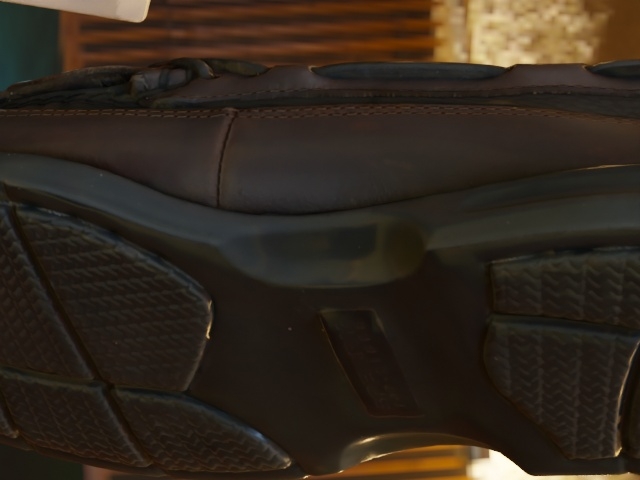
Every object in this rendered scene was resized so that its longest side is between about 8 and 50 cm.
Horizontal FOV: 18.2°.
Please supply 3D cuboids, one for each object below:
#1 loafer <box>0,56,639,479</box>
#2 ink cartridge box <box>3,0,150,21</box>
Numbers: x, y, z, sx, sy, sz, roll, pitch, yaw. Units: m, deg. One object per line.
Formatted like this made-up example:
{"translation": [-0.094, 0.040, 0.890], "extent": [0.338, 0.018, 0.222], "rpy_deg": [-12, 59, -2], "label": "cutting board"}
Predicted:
{"translation": [0.000, 0.000, 0.462], "extent": [0.267, 0.084, 0.096], "rpy_deg": [2, -49, 25], "label": "loafer"}
{"translation": [-0.284, -0.229, 1.316], "extent": [0.296, 0.261, 0.066], "rpy_deg": [37, -63, 50], "label": "ink cartridge box"}
